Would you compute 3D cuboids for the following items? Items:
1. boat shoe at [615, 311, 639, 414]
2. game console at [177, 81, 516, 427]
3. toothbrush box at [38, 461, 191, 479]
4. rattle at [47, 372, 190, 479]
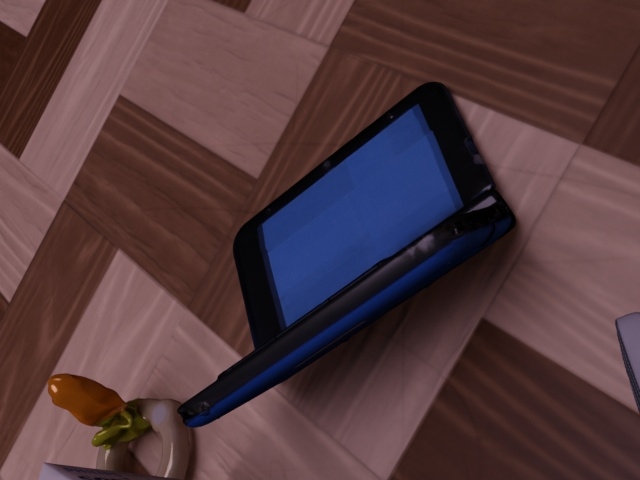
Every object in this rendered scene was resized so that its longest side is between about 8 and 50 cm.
[{"bbox_3d":[0.261,0.145,0.534,0.076,0.083,0.226,-20,66,11],"label":"boat shoe"},{"bbox_3d":[0.000,0.000,0.741,0.293,0.250,0.173,-37,80,24],"label":"game console"},{"bbox_3d":[-0.074,0.287,0.656,0.296,0.216,0.126,9,79,43],"label":"toothbrush box"},{"bbox_3d":[-0.211,0.249,0.843,0.130,0.143,0.199,0,67,21],"label":"rattle"}]
